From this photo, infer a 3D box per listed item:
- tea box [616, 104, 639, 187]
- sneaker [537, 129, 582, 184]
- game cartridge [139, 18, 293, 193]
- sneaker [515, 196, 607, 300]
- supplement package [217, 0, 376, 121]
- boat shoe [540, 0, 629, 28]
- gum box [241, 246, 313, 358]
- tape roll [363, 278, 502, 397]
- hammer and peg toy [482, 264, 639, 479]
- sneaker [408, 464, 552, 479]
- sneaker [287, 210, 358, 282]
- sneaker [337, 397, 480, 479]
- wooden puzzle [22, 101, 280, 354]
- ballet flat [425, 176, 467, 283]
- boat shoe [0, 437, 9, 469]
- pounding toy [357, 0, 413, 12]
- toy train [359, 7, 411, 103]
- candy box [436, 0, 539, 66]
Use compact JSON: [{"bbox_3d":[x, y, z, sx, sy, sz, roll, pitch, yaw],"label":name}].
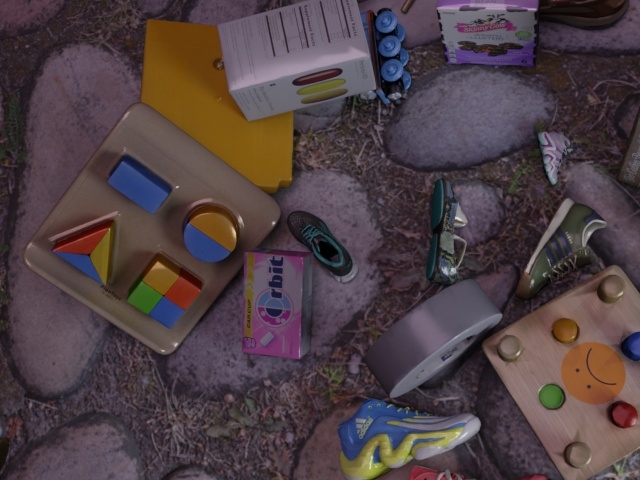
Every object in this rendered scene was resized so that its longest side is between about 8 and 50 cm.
[{"bbox_3d":[0.640,-0.179,1.144,0.323,0.329,0.220,22,82,18],"label":"tea box"},{"bbox_3d":[0.415,-0.147,1.345,0.069,0.038,0.098,-10,74,12],"label":"sneaker"},{"bbox_3d":[-0.191,-0.248,1.457,0.285,0.053,0.324,4,73,-10],"label":"game cartridge"},{"bbox_3d":[0.401,0.024,1.288,0.086,0.064,0.192,27,80,24],"label":"sneaker"},{"bbox_3d":[-0.038,-0.320,1.372,0.244,0.139,0.134,-13,75,7],"label":"supplement package"},{"bbox_3d":[0.383,-0.458,1.395,0.324,0.116,0.123,5,76,15],"label":"boat shoe"},{"bbox_3d":[-0.074,0.112,1.357,0.107,0.062,0.189,4,98,17],"label":"gum box"},{"bbox_3d":[0.176,0.154,1.228,0.219,0.219,0.072,-37,71,2],"label":"tape roll"},{"bbox_3d":[0.450,0.244,1.186,0.266,0.127,0.361,-32,70,2],"label":"hammer and peg toy"},{"bbox_3d":[0.199,0.402,1.212,0.313,0.116,0.136,-23,70,7],"label":"sneaker"},{"bbox_3d":[0.000,0.000,1.390,0.065,0.076,0.166,-46,70,-2],"label":"sneaker"},{"bbox_3d":[0.131,0.299,1.269,0.240,0.091,0.126,-24,70,8],"label":"sneaker"},{"bbox_3d":[-0.289,-0.008,1.353,0.322,0.080,0.348,37,96,-15],"label":"wooden puzzle"},{"bbox_3d":[0.221,-0.015,1.354,0.070,0.070,0.189,5,78,15],"label":"ballet flat"},{"bbox_3d":[-0.621,0.429,1.447,0.045,0.050,0.135,10,68,20],"label":"boat shoe"},{"bbox_3d":[0.129,-0.529,1.490,0.206,0.094,0.181,-15,72,10],"label":"pounding toy"},{"bbox_3d":[0.106,-0.342,1.458,0.105,0.080,0.184,-10,75,21],"label":"toy train"},{"bbox_3d":[0.293,-0.377,1.354,0.164,0.196,0.070,6,77,16],"label":"candy box"}]
